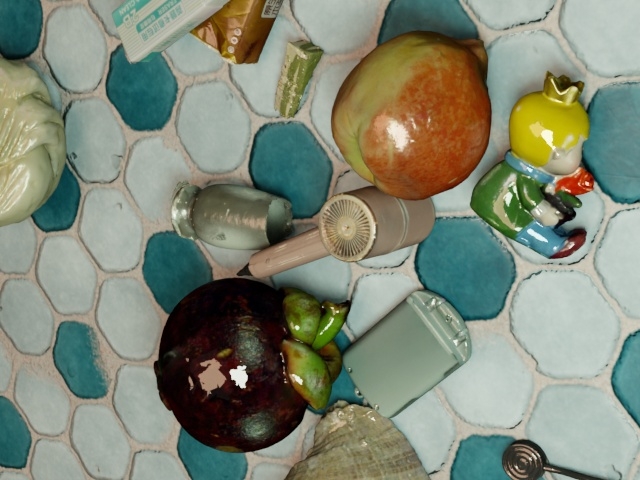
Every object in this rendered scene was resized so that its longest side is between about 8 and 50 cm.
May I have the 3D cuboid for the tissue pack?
[{"bbox_3d":[-0.143,-0.423,1.705,0.183,0.092,0.226,38,117,23],"label":"tissue pack"}]

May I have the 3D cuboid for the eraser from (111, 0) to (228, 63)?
[{"bbox_3d":[-0.240,-0.380,1.692,0.225,0.052,0.095,-27,81,36],"label":"eraser"}]

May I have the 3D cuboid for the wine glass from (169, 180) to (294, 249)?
[{"bbox_3d":[-0.152,-0.040,1.783,0.204,0.111,0.111,8,105,29],"label":"wine glass"}]

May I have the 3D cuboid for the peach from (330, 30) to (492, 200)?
[{"bbox_3d":[0.143,-0.192,1.503,0.256,0.232,0.232,-43,72,-10],"label":"peach"}]

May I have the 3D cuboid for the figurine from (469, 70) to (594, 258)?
[{"bbox_3d":[0.328,-0.104,1.459,0.185,0.127,0.234,36,108,16],"label":"figurine"}]

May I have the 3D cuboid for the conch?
[{"bbox_3d":[0.037,0.459,1.726,0.297,0.210,0.352,9,110,15],"label":"conch"}]

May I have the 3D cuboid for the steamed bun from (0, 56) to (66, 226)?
[{"bbox_3d":[-0.662,-0.187,1.999,0.352,0.247,0.339,15,87,-7],"label":"steamed bun"}]

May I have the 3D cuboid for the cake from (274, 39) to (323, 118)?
[{"bbox_3d":[-0.038,-0.265,1.713,0.051,0.055,0.140,37,135,19],"label":"cake"}]

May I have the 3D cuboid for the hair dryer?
[{"bbox_3d":[0.000,0.000,1.652,0.344,0.189,0.107,-19,88,37],"label":"hair dryer"}]

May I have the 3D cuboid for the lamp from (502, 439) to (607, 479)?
[{"bbox_3d":[0.425,0.373,1.503,0.371,0.108,0.130,23,113,27],"label":"lamp"}]

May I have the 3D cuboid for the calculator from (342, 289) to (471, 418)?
[{"bbox_3d":[0.134,0.185,1.687,0.246,0.045,0.141,-45,76,32],"label":"calculator"}]

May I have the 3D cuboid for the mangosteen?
[{"bbox_3d":[-0.121,0.197,1.720,0.311,0.311,0.311,8,105,31],"label":"mangosteen"}]
